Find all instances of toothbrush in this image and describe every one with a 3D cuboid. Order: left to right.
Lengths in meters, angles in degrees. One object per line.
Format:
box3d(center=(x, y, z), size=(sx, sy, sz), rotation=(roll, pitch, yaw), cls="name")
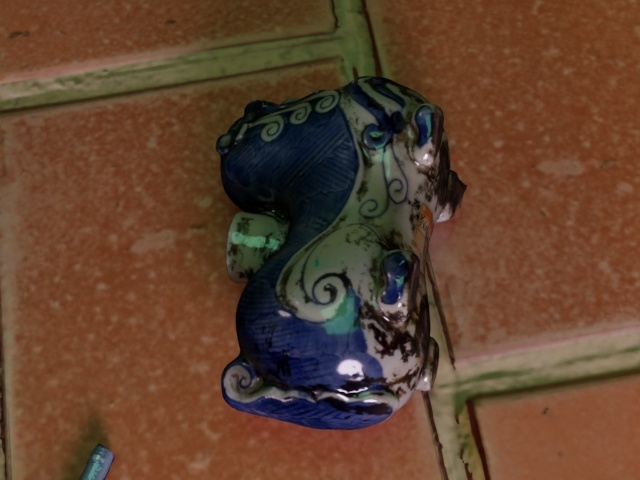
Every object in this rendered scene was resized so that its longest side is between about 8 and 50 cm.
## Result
box3d(center=(-0.195, 0.237, 0.834), size=(0.016, 0.019, 0.220), rotation=(17, 62, 17), cls="toothbrush")

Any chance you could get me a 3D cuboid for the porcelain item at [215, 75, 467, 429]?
box3d(center=(0.000, 0.000, 0.900), size=(0.186, 0.138, 0.288), rotation=(1, 58, 15), cls="porcelain item")
